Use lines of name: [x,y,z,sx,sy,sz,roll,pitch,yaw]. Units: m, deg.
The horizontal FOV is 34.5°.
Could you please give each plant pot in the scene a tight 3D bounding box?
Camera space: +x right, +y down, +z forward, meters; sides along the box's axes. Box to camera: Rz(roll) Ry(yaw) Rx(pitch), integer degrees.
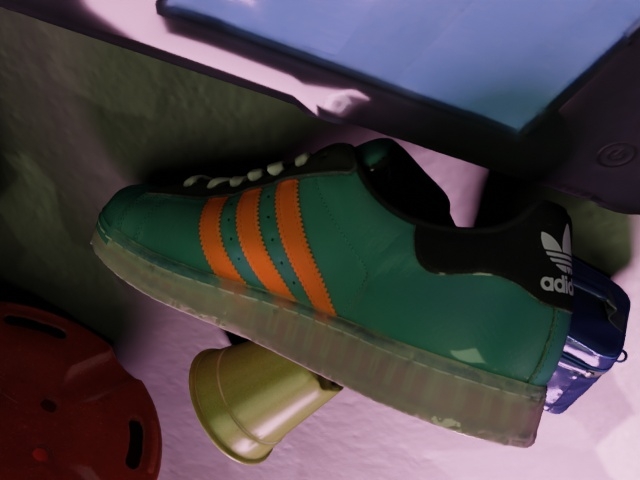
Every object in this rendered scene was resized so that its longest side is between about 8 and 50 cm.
plant pot: [-0.254,0.201,0.735,0.272,0.272,0.265,31,124,-3]
plant pot: [-0.029,0.090,0.665,0.079,0.083,0.083,-33,110,25]

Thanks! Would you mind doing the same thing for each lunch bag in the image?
lunch bag: [0.122,0.042,0.563,0.098,0.067,0.065,28,132,0]

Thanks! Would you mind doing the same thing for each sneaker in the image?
sneaker: [0.000,0.000,0.550,0.302,0.108,0.121,20,92,37]

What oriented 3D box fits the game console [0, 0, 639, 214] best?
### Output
game console: [0.083,-0.147,0.327,0.386,0.060,0.342,16,137,-27]
